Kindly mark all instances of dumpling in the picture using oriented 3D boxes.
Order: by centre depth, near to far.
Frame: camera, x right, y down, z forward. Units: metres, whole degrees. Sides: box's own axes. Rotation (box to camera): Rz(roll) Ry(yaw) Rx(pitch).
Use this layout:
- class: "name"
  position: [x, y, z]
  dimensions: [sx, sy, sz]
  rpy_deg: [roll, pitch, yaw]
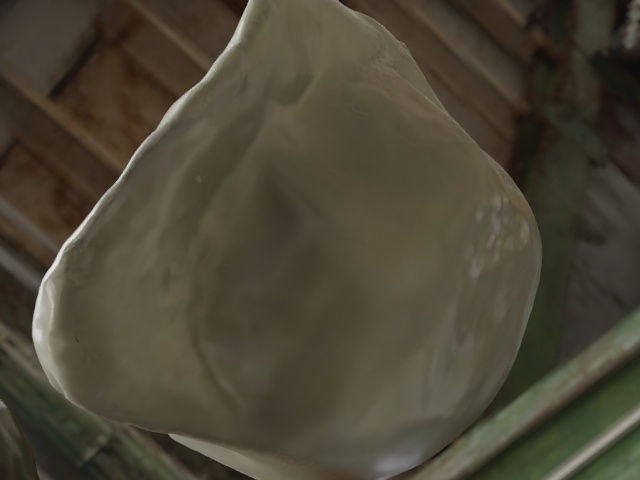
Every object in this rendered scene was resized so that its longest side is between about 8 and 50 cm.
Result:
- class: "dumpling"
  position: [0.000, 0.000, 0.584]
  dimensions: [0.132, 0.162, 0.250]
  rpy_deg: [14, -179, 28]

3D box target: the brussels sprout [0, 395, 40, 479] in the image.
- class: "brussels sprout"
  position: [-0.215, 0.134, 0.746]
  dimensions: [0.271, 0.210, 0.219]
  rpy_deg: [-111, 1, -59]
